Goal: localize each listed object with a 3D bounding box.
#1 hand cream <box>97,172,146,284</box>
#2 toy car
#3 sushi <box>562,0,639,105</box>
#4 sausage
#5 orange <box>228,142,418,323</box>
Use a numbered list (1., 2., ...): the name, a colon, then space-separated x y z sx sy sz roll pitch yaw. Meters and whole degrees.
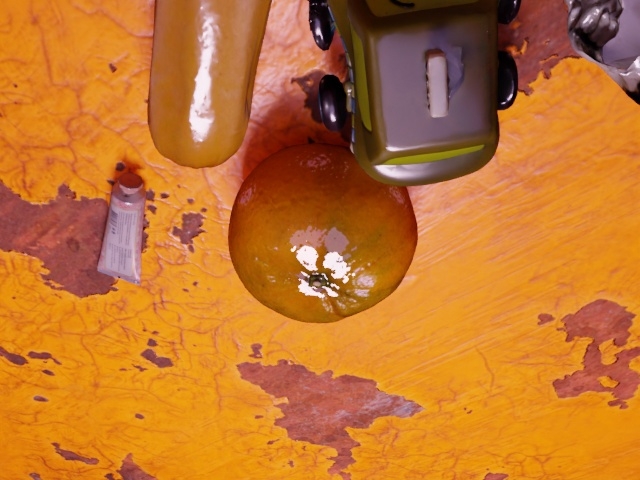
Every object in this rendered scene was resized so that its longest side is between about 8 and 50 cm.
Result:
1. hand cream: -0.276 -0.009 0.769 0.067 0.043 0.209 19 134 -9
2. toy car: 0.091 -0.163 0.487 0.204 0.198 0.247 -6 115 5
3. sushi: 0.345 -0.179 0.516 0.332 0.130 0.124 29 126 -18
4. sausage: -0.105 -0.218 0.532 0.112 0.112 0.328 14 132 -8
5. orange: 0.000 0.000 0.666 0.240 0.171 0.240 3 131 3
